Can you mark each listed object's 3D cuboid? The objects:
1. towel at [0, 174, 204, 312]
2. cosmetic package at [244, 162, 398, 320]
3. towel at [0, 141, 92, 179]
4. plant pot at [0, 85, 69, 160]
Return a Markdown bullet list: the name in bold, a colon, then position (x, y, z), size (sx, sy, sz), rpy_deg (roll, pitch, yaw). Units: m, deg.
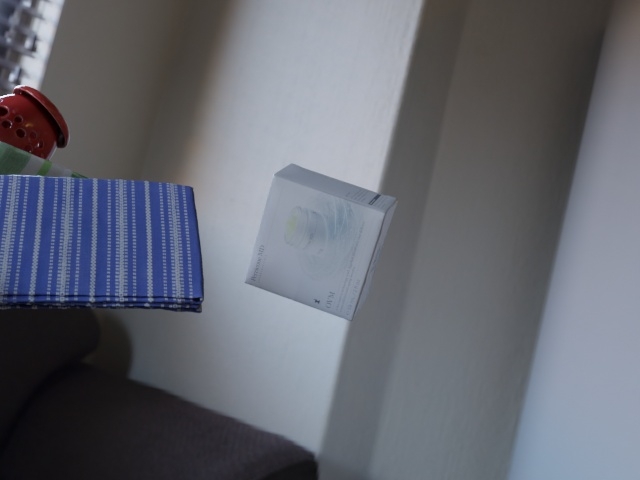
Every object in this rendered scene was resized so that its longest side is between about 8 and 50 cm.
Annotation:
- **towel**: position (-0.330, 0.003, 1.233), size (0.336, 0.243, 0.040), rpy_deg (2, -46, -15)
- **cosmetic package**: position (0.000, 0.000, 1.752), size (0.224, 0.224, 0.138), rpy_deg (19, 18, 10)
- **towel**: position (-0.431, -0.035, 1.541), size (0.325, 0.038, 0.248), rpy_deg (23, -45, -32)
- **plant pot**: position (-0.675, -0.241, 2.054), size (0.191, 0.174, 0.191), rpy_deg (32, -28, 19)
